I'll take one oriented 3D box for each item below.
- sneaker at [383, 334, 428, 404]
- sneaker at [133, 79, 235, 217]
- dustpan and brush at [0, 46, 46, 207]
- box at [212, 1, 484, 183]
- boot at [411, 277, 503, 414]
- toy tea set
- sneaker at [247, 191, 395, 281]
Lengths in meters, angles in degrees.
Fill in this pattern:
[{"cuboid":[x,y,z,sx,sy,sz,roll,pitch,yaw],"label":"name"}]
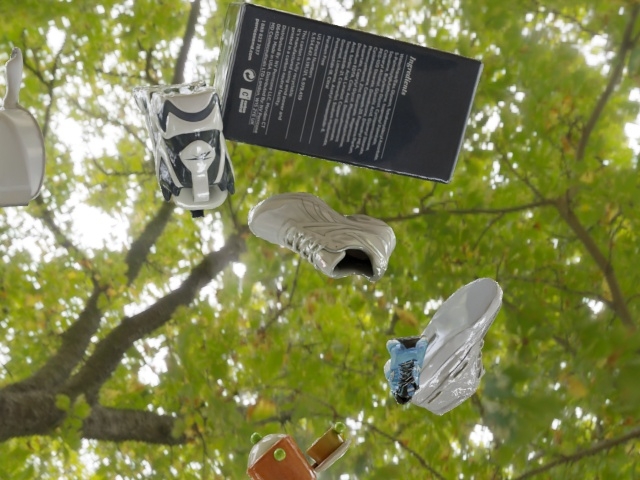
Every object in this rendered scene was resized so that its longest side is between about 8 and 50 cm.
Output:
[{"cuboid":[0.133,0.195,1.220,0.063,0.162,0.073,-7,-124,-3],"label":"sneaker"},{"cuboid":[-0.161,-0.107,0.967,0.094,0.153,0.235,-10,-164,-21],"label":"sneaker"},{"cuboid":[-0.404,-0.146,1.042,0.147,0.060,0.211,-1,-89,26],"label":"dustpan and brush"},{"cuboid":[0.024,-0.259,1.395,0.395,0.212,0.293,10,-166,-12],"label":"box"},{"cuboid":[0.242,0.185,1.395,0.258,0.123,0.095,-49,-150,15],"label":"boot"},{"cuboid":[-0.103,0.418,1.433,0.124,0.336,0.200,48,-151,10],"label":"toy tea set"},{"cuboid":[0.000,0.000,1.229,0.232,0.090,0.115,13,-144,-1],"label":"sneaker"}]
